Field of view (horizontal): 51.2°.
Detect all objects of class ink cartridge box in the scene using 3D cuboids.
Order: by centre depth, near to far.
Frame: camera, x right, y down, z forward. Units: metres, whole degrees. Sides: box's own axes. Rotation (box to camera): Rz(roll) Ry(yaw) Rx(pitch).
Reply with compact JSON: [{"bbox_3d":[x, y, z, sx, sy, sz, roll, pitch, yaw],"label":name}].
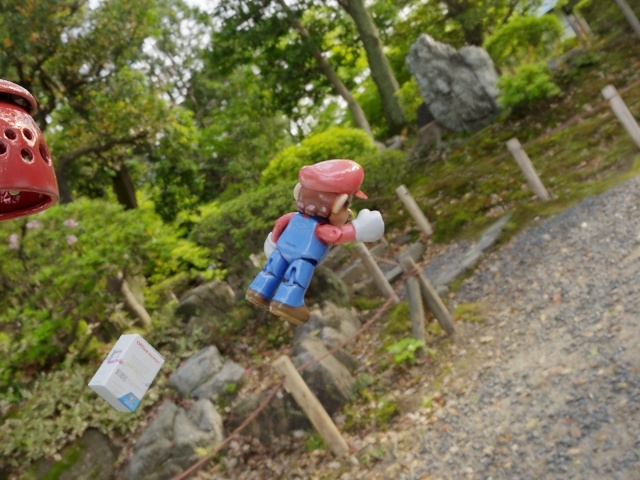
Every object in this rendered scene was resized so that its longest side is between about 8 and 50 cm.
[{"bbox_3d":[-0.370,0.253,1.283,0.052,0.088,0.122,-9,40,38],"label":"ink cartridge box"}]

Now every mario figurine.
[{"bbox_3d":[0.000,0.000,1.249,0.320,0.198,0.170,-63,-4,-5],"label":"mario figurine"}]

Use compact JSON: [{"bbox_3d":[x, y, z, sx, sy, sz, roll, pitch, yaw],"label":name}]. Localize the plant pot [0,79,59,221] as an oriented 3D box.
[{"bbox_3d":[-0.485,-0.125,0.944,0.191,0.174,0.191,-14,-5,-1],"label":"plant pot"}]
